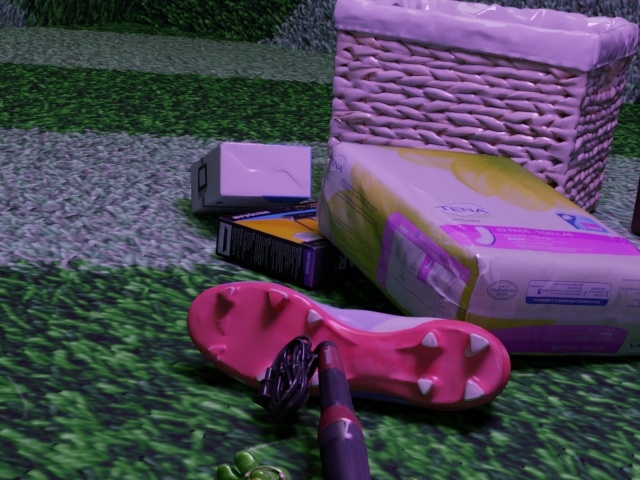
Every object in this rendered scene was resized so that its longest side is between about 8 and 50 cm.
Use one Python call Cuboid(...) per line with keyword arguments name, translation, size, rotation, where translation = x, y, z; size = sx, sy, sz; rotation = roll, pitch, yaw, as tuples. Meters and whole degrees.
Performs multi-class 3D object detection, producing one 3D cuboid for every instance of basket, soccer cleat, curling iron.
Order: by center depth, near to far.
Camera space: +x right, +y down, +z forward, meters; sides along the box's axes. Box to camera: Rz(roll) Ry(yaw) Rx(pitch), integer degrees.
Cuboid(name="curling iron", translation=(0.005, 0.136, 0.789), size=(0.035, 0.068, 0.274), rotation=(38, 10, -23))
Cuboid(name="soccer cleat", translation=(0.021, 0.084, 0.957), size=(0.248, 0.083, 0.095), rotation=(7, -7, 12))
Cuboid(name="basket", translation=(0.210, -0.168, 1.602), size=(0.331, 0.266, 0.328), rotation=(11, 15, 20))

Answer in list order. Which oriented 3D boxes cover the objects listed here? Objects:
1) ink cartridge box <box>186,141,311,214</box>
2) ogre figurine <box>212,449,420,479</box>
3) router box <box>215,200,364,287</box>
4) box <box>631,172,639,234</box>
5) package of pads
Cuboid(name="ink cartridge box", translation=(-0.086, -0.065, 1.422), size=(0.104, 0.060, 0.180), rotation=(1, -7, -18))
Cuboid(name="ogre figurine", translation=(-0.013, 0.156, 0.610), size=(0.197, 0.096, 0.118), rotation=(18, 8, 15))
Cuboid(name="router box", translation=(0.000, 0.000, 1.303), size=(0.133, 0.046, 0.179), rotation=(18, 19, 37))
Cuboid(name="box", translation=(0.570, -0.026, 1.466), size=(0.191, 0.143, 0.381), rotation=(-3, 15, -29))
Cuboid(name="package of pads", translation=(0.147, 0.005, 1.162), size=(0.229, 0.101, 0.296), rotation=(3, 22, -27))
